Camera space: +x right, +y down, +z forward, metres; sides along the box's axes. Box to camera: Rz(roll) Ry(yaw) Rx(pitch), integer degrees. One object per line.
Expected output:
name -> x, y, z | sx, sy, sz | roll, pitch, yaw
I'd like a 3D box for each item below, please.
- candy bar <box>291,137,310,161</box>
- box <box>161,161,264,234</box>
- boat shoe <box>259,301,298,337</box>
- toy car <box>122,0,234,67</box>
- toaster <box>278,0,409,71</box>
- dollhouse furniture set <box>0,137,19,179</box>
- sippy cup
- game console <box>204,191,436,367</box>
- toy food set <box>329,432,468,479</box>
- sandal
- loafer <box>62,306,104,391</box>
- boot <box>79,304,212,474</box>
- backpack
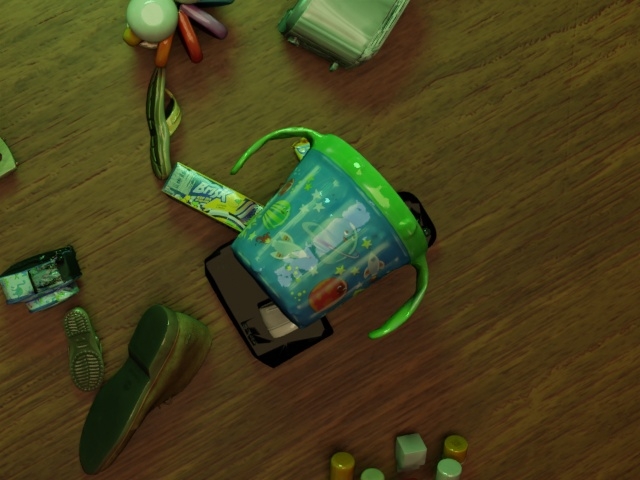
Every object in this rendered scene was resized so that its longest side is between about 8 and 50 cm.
candy bar -> 0.003, -0.093, 1.706 | 0.040, 0.018, 0.161 | -26, 83, -13
box -> -0.158, -0.058, 1.666 | 0.169, 0.059, 0.054 | 28, 84, 6
boat shoe -> -0.011, 0.083, 1.678 | 0.184, 0.066, 0.063 | -29, 99, 7
toy car -> -0.205, -0.340, 1.607 | 0.136, 0.159, 0.182 | 42, 88, -10
toaster -> 0.048, -0.375, 1.654 | 0.146, 0.129, 0.227 | 33, 84, -12
dollhouse furniture set -> -0.570, -0.172, 1.613 | 0.129, 0.129, 0.183 | -31, 68, -4
sippy cup -> 0.000, 0.000, 1.570 | 0.224, 0.240, 0.305 | -40, 60, -7
game console -> 0.009, 0.033, 1.724 | 0.361, 0.044, 0.213 | -30, 98, -4
toy food set -> 0.135, 0.398, 1.746 | 0.232, 0.111, 0.104 | -8, 127, -17
sandal -> -0.240, -0.184, 1.665 | 0.049, 0.072, 0.180 | -6, 97, -22
loafer -> -0.372, 0.168, 1.686 | 0.056, 0.050, 0.148 | -5, 111, -5
boot -> -0.274, 0.249, 1.681 | 0.115, 0.112, 0.305 | 21, 106, -43
backpack -> -0.430, 0.065, 1.641 | 0.114, 0.105, 0.084 | -18, 96, 0
